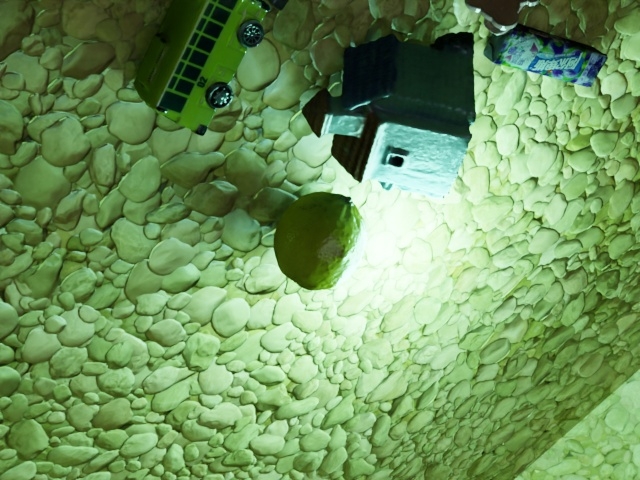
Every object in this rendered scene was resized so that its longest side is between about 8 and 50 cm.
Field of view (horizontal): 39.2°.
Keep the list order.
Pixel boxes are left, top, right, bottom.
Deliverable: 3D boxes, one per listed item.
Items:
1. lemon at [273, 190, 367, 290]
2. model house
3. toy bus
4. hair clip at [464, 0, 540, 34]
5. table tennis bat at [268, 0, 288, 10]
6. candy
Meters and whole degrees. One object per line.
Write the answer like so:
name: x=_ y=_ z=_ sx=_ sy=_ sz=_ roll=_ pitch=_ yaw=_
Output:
lemon: x=0.000 y=0.000 z=1.880 sx=0.192 sy=0.192 sz=0.231 roll=10 pitch=123 yaw=-35
model house: x=0.120 y=-0.250 z=1.782 sx=0.329 sy=0.252 sz=0.295 roll=4 pitch=147 yaw=-7
toy bus: x=-0.214 y=-0.330 z=1.561 sx=0.150 sy=0.128 sz=0.262 roll=17 pitch=111 yaw=-38
hair clip: x=0.377 y=-0.488 z=1.810 sx=0.138 sy=0.123 sz=0.102 roll=-48 pitch=161 yaw=15
table tennis bat: x=0.000 y=-0.528 z=1.605 sx=0.154 sy=0.021 sz=0.274 roll=34 pitch=96 yaw=-39
candy: x=0.496 y=-0.406 z=1.966 sx=0.312 sy=0.061 sz=0.088 roll=5 pitch=122 yaw=-33
